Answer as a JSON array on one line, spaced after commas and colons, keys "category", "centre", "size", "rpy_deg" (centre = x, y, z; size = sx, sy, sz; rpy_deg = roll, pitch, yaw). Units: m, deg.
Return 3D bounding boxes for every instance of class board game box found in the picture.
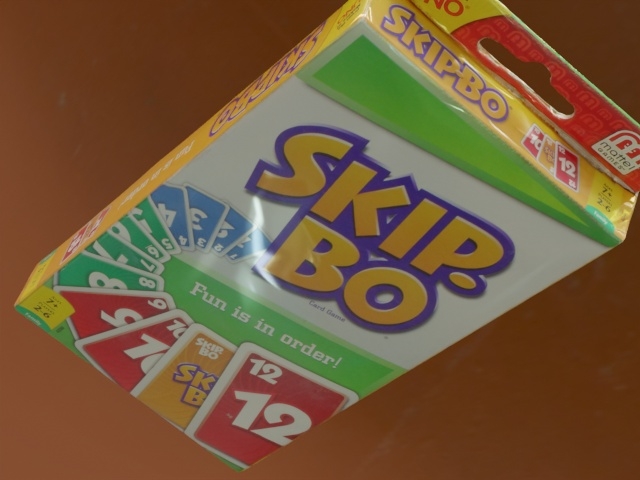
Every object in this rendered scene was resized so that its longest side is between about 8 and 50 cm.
[{"category": "board game box", "centre": [0.000, 0.000, 0.700], "size": [0.124, 0.259, 0.039], "rpy_deg": [38, 43, -16]}]
